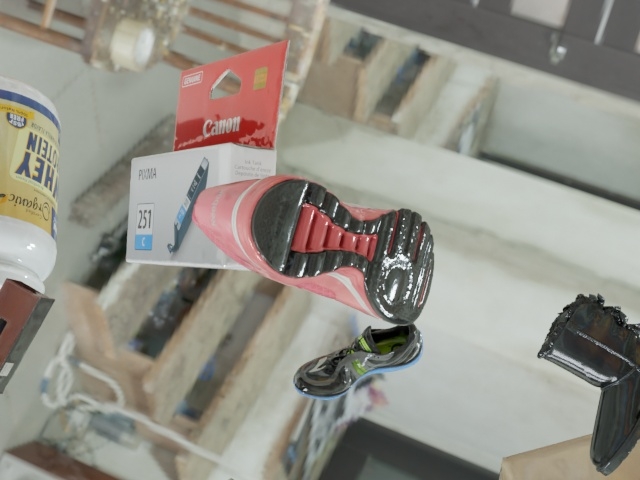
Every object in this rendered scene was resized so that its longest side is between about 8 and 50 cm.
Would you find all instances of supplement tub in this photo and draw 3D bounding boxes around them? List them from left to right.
[{"bbox_3d":[-0.486,-0.052,1.557,0.228,0.228,0.316,73,12,-67],"label":"supplement tub"}]

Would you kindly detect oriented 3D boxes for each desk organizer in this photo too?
[{"bbox_3d":[-0.374,0.113,1.306,0.130,0.050,0.047,-61,169,-2],"label":"desk organizer"}]

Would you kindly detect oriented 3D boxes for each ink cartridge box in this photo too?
[{"bbox_3d":[-0.144,-0.097,1.322,0.066,0.296,0.261,5,87,-31],"label":"ink cartridge box"}]

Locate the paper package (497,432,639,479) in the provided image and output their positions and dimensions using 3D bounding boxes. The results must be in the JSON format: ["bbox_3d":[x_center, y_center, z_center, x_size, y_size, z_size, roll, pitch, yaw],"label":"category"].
[{"bbox_3d":[0.411,0.392,1.376,0.168,0.324,0.310,89,-15,-59],"label":"paper package"}]

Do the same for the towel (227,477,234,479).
[{"bbox_3d":[-0.099,0.365,1.305,0.027,0.148,0.110,8,110,-32],"label":"towel"}]

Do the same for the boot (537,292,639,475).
[{"bbox_3d":[0.216,0.108,0.864,0.121,0.099,0.045,-55,176,-13],"label":"boot"}]

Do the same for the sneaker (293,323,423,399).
[{"bbox_3d":[0.048,0.152,1.466,0.188,0.067,0.078,-20,137,-12],"label":"sneaker"}]

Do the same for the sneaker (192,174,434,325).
[{"bbox_3d":[0.000,-0.001,1.121,0.314,0.136,0.116,26,80,-47],"label":"sneaker"}]
